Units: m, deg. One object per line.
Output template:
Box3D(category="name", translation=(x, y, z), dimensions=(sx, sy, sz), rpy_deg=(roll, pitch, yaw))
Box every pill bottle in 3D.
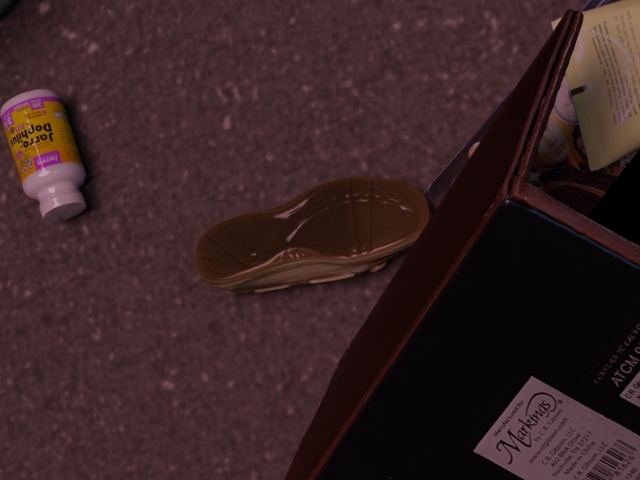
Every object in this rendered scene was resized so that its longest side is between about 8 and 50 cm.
Box3D(category="pill bottle", translation=(-0.183, -0.056, 1.239), dimensions=(0.043, 0.043, 0.083), rpy_deg=(-27, 73, 21))

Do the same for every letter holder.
Box3D(category="letter holder", translation=(0.109, 0.059, 0.987), dimensions=(0.152, 0.214, 0.302), rpy_deg=(28, 127, -4))

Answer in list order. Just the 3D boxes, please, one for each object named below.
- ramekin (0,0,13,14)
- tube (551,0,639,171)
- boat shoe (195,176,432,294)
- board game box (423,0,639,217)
Box3D(category="ramekin", translation=(-0.319, -0.267, 1.275), dimensions=(0.303, 0.148, 0.303), rpy_deg=(-3, 82, 26))
Box3D(category="tube", translation=(0.239, -0.121, 0.988), dimensions=(0.240, 0.062, 0.070), rpy_deg=(-22, 30, 27))
Box3D(category="boat shoe", translation=(0.000, 0.002, 1.147), dimensions=(0.153, 0.048, 0.056), rpy_deg=(-17, 64, 17))
Box3D(category="board game box", translation=(0.196, -0.061, 1.053), dimensions=(0.165, 0.042, 0.243), rpy_deg=(46, 103, 24))
